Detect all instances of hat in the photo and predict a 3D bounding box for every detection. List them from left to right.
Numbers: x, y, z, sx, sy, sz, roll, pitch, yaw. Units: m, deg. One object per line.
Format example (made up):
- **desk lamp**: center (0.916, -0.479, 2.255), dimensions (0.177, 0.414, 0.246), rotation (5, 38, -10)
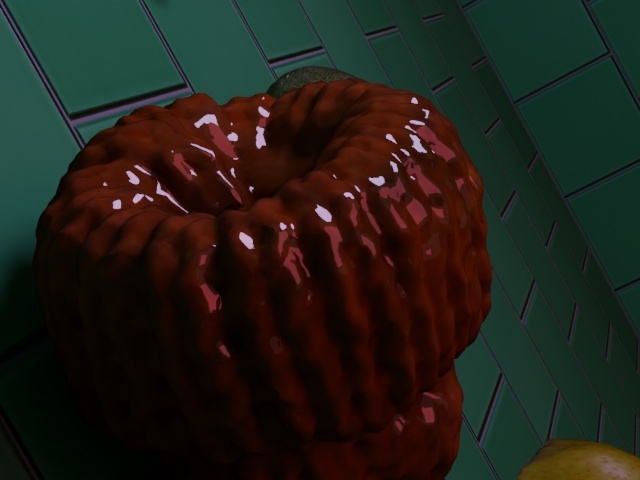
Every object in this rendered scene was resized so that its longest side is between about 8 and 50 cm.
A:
- **hat**: center (-0.030, 0.103, 0.791), dimensions (0.285, 0.285, 0.400), rotation (-80, 169, -60)

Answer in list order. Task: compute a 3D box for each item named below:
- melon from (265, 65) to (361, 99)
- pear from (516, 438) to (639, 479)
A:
- **melon**: center (0.019, -0.089, 1.194), dimensions (0.192, 0.139, 0.139), rotation (50, 16, 16)
- **pear**: center (0.266, 0.342, 1.016), dimensions (0.386, 0.191, 0.340), rotation (-39, 126, -61)
